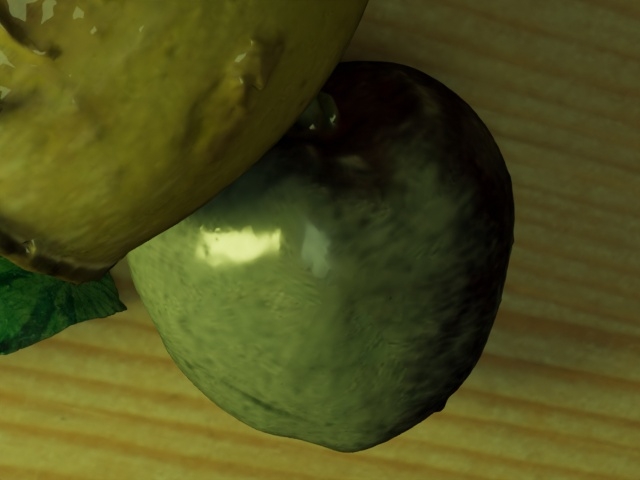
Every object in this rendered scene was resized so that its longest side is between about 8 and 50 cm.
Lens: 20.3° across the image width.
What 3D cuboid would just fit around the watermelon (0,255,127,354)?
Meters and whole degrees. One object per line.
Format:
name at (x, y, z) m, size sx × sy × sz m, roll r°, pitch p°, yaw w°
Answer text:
watermelon at (-0.251, 0.041, 1.179) m, size 0.231 × 0.146 × 0.128 m, roll -12°, pitch 112°, yaw -3°

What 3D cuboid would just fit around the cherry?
cherry at (0.000, 0.000, 1.174) m, size 0.255 × 0.218 × 0.296 m, roll -12°, pitch 119°, yaw -13°

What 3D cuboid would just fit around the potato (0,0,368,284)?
potato at (-0.147, -0.240, 0.950) m, size 0.319 × 0.385 × 0.442 m, roll -42°, pitch 98°, yaw 11°
